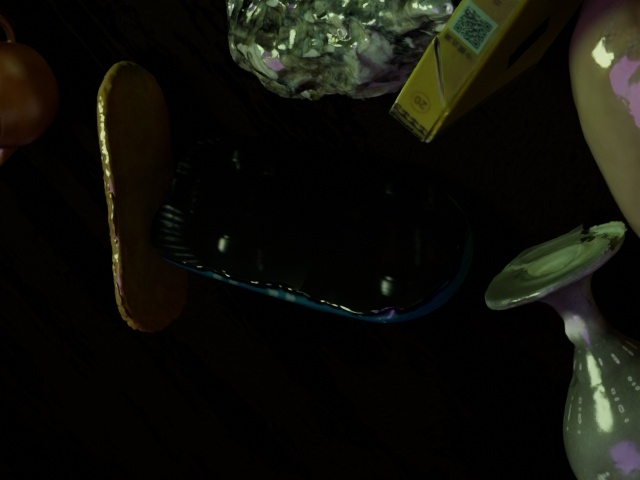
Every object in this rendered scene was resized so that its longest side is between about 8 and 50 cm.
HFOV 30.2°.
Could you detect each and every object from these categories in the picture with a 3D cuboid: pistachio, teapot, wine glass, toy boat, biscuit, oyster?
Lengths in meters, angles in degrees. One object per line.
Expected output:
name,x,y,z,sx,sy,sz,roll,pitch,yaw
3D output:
pistachio,0.233,-0.076,0.759,0.223,0.126,0.152,63,169,-18
teapot,-0.330,-0.144,1.187,0.116,0.116,0.173,21,128,29
wine glass,0.227,0.115,0.885,0.126,0.126,0.241,-23,101,46
toy boat,0.000,0.000,1.024,0.299,0.134,0.092,15,160,31
biscuit,-0.164,-0.039,1.077,0.029,0.118,0.247,-3,94,24
oyster,0.014,-0.164,0.926,0.252,0.087,0.199,39,136,30

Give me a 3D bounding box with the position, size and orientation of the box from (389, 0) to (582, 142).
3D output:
box,0.155,-0.186,0.724,0.041,0.153,0.279,43,136,9
